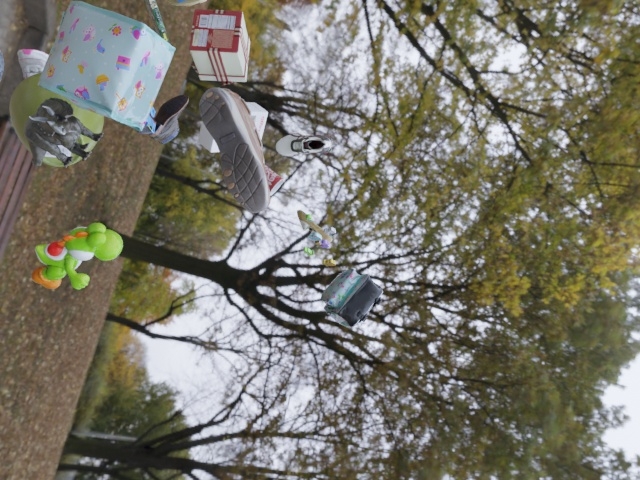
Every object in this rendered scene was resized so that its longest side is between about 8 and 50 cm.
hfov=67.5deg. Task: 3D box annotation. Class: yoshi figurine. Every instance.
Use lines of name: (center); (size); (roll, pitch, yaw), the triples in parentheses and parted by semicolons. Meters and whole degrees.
yoshi figurine: (-0.851, 0.051, 1.717); (0.362, 0.204, 0.203); (-24, -168, 27)

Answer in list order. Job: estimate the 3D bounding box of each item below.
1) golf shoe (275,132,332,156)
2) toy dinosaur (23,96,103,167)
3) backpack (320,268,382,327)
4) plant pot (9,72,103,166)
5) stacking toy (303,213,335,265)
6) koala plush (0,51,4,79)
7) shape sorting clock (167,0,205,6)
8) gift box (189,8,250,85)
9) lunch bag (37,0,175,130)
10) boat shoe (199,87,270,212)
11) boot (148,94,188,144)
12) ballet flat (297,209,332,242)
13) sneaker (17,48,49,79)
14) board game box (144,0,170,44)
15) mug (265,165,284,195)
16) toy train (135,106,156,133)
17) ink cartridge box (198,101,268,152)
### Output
golf shoe: (-0.083, -0.438, 2.169); (0.120, 0.272, 0.105); (-44, 130, -76)
toy dinosaur: (-0.657, -0.267, 1.186); (0.313, 0.160, 0.121); (-2, -125, 42)
backpack: (0.118, 0.240, 2.006); (0.225, 0.191, 0.253); (-49, -178, -13)
plant pot: (-0.808, -0.345, 1.479); (0.275, 0.274, 0.293); (-61, -142, 18)
stacking toy: (0.000, 0.000, 2.022); (0.052, 0.221, 0.167); (-11, -115, 28)
koala plush: (-0.830, -0.335, 1.009); (0.221, 0.196, 0.203); (-42, -161, 36)
shape sorting clock: (-0.414, -0.836, 1.588); (0.040, 0.206, 0.206); (71, 10, -49)
gift box: (-0.473, -0.895, 2.212); (0.258, 0.276, 0.255); (86, 11, -75)
lunch bag: (-0.502, -0.405, 1.094); (0.224, 0.262, 0.160); (-67, 166, 4)
boat shoe: (-0.192, -0.233, 1.222); (0.123, 0.325, 0.116); (-9, -164, 28)
boot: (-0.603, -0.486, 1.929); (0.219, 0.082, 0.106); (-46, 161, -8)
ballet flat: (-0.044, -0.059, 2.388); (0.073, 0.232, 0.080); (-49, 176, -17)
sneaker: (-1.018, -0.587, 1.736); (0.252, 0.102, 0.111); (122, -41, -67)
board game box: (-0.650, -0.876, 1.888); (0.136, 0.030, 0.260); (58, -14, 28)
mug: (-0.282, -0.309, 2.363); (0.113, 0.169, 0.150); (-49, 178, -14)
toy train: (-0.667, -0.475, 1.766); (0.184, 0.080, 0.105); (82, 7, -70)
ink cartridge box: (-0.390, -0.512, 2.154); (0.114, 0.272, 0.198); (40, -55, 31)
